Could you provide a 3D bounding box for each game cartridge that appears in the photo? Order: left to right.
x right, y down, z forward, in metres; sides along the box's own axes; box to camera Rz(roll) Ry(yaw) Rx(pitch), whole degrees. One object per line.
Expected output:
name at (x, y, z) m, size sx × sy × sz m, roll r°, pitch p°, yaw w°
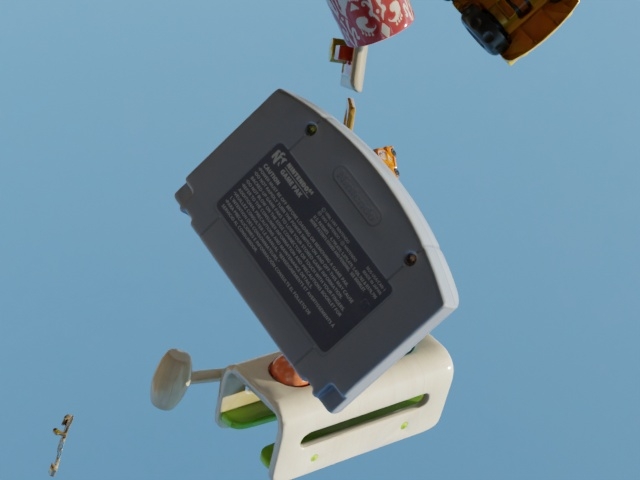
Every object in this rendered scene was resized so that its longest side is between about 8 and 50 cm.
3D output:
game cartridge at (0.000, 0.000, 1.709) m, size 0.196 × 0.060 × 0.294 m, roll -44°, pitch -112°, yaw 19°

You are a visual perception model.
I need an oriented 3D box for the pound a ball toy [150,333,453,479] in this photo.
pound a ball toy at (-0.022, 0.161, 2.095) m, size 0.319 × 0.135 × 0.208 m, roll -13°, pitch -141°, yaw -37°

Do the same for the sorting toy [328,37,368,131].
sorting toy at (0.044, -0.311, 2.499) m, size 0.047 × 0.347 × 0.196 m, roll 7°, pitch -173°, yaw -5°

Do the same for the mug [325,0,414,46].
mug at (0.048, -0.338, 2.089) m, size 0.113 × 0.169 × 0.150 m, roll -15°, pitch -159°, yaw 23°

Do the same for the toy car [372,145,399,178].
toy car at (0.046, -0.089, 2.178) m, size 0.122 × 0.040 × 0.060 m, roll -14°, pitch -121°, yaw 42°

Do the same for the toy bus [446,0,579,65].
toy bus at (0.245, -0.356, 2.394) m, size 0.149 × 0.220 × 0.211 m, roll -42°, pitch 175°, yaw 4°

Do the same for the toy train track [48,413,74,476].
toy train track at (-0.266, 0.205, 1.723) m, size 0.014 × 0.048 × 0.083 m, roll 20°, pitch -146°, yaw -11°
